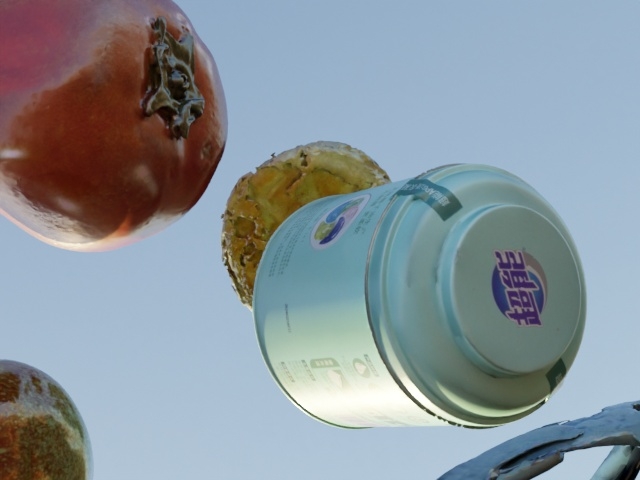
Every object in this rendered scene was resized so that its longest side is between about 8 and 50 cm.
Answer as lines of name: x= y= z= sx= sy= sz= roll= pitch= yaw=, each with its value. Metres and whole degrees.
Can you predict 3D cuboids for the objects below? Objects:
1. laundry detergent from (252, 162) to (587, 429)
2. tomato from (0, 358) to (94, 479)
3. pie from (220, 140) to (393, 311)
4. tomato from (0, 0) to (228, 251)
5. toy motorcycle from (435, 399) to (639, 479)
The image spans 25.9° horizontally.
laundry detergent: x=0.121 y=0.068 z=1.549 sx=0.287 sy=0.305 sz=0.287 roll=5 pitch=-100 yaw=-33
tomato: x=-0.418 y=0.258 z=1.590 sx=0.303 sy=0.239 sz=0.303 roll=-18 pitch=-6 yaw=-2
pie: x=0.000 y=0.000 z=1.854 sx=0.274 sy=0.055 sz=0.274 roll=-1 pitch=-78 yaw=-4
tomato: x=-0.277 y=-0.153 z=1.613 sx=0.290 sy=0.325 sz=0.293 roll=-11 pitch=-25 yaw=30
toy motorcycle: x=0.169 y=0.215 z=0.899 sx=0.260 sy=0.154 sz=0.206 roll=-24 pitch=-72 yaw=-10
